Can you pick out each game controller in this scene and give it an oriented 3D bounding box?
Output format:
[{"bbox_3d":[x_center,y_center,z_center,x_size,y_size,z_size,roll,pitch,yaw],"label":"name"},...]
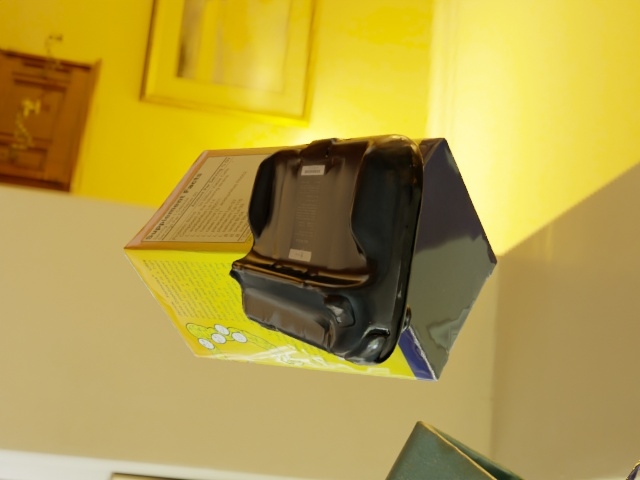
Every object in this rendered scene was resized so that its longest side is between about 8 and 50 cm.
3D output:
[{"bbox_3d":[0.000,0.000,0.858,0.319,0.067,0.166,9,-99,70],"label":"game controller"}]

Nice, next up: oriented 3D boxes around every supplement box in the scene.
[{"bbox_3d":[-0.012,0.018,1.237,0.194,0.357,0.195,-56,132,-36],"label":"supplement box"}]

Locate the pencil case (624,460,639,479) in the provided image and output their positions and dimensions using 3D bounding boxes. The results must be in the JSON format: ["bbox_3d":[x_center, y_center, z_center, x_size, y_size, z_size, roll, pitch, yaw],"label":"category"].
[{"bbox_3d":[0.320,0.081,0.656,0.284,0.124,0.124,-49,-169,-3],"label":"pencil case"}]

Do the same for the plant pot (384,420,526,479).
[{"bbox_3d":[0.146,0.348,0.912,0.247,0.248,0.252,35,-91,37],"label":"plant pot"}]
